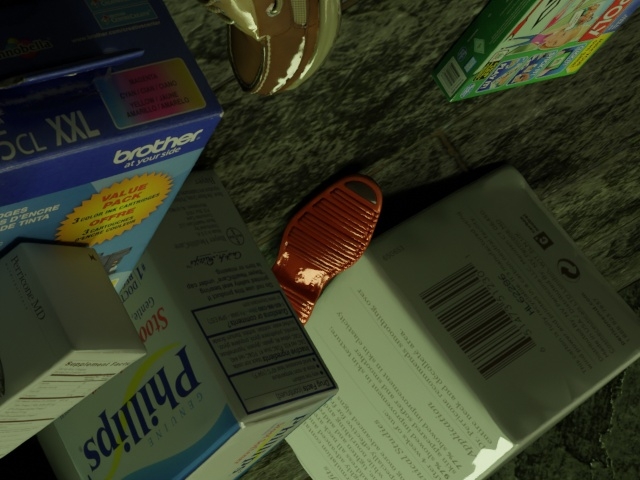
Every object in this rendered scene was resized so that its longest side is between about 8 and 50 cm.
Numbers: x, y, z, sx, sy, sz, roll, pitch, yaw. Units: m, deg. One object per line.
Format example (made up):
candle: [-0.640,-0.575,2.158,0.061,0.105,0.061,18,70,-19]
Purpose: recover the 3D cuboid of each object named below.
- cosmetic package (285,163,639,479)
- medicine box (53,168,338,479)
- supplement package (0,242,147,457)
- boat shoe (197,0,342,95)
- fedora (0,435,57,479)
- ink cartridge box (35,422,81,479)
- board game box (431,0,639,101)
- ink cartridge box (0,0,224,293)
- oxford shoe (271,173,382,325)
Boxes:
cosmetic package: [0.168,0.168,2.228,0.327,0.329,0.393,-30,167,-40]
medicine box: [-0.166,0.118,1.695,0.149,0.289,0.263,-11,154,-46]
supplement package: [-0.252,0.093,1.310,0.179,0.105,0.105,-37,161,21]
boat shoe: [-0.051,-0.229,1.235,0.120,0.122,0.324,-17,151,-20]
fedora: [-0.368,0.329,1.903,0.152,0.334,0.334,-53,157,11]
ink cartridge box: [-0.203,0.163,1.906,0.278,0.201,0.117,-19,160,-31]
board game box: [0.282,-0.273,1.731,0.213,0.046,0.317,-15,157,-37]
ink cartridge box: [-0.257,-0.059,1.309,0.270,0.151,0.395,-18,158,-32]
oxford shoe: [0.000,0.000,2.017,0.271,0.097,0.098,-52,-175,38]
